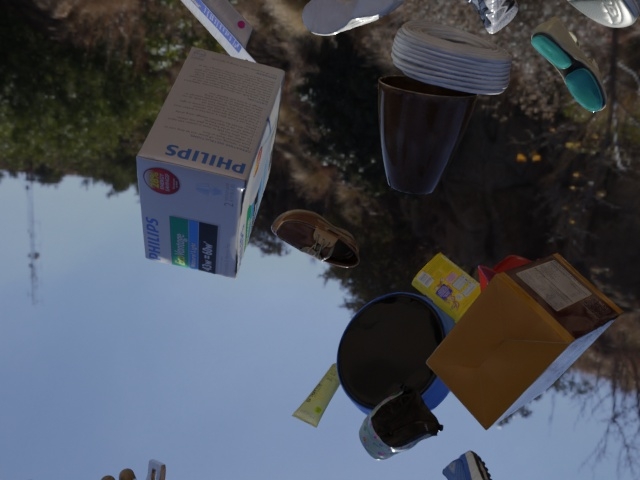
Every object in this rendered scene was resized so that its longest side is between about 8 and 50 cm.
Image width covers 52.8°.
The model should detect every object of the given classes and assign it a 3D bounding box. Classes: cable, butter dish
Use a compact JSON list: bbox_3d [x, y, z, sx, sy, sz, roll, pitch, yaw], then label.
[{"bbox_3d":[0.277,-0.384,1.353,0.257,0.089,0.257,23,-150,18],"label":"cable"},{"bbox_3d":[0.397,0.085,1.237,0.160,0.118,0.160,34,165,31],"label":"butter dish"}]

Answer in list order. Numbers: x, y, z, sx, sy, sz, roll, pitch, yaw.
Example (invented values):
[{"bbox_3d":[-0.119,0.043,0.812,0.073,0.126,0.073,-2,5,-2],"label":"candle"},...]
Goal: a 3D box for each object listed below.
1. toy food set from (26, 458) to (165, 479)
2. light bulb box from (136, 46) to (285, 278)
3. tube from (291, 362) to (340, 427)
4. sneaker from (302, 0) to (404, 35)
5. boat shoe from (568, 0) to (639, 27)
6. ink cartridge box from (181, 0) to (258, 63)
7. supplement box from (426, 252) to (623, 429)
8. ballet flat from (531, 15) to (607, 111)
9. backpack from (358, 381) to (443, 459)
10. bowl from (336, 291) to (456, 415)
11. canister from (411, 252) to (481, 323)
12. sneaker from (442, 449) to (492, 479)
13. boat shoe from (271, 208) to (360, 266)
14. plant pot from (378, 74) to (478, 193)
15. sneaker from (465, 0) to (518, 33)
[{"bbox_3d":[-0.450,0.470,1.201,0.306,0.092,0.220,-11,170,-24],"label":"toy food set"},{"bbox_3d":[-0.242,-0.170,1.466,0.225,0.358,0.361,13,-128,-1],"label":"light bulb box"},{"bbox_3d":[0.008,0.509,2.131,0.070,0.062,0.240,-21,-159,47],"label":"tube"},{"bbox_3d":[0.068,-0.460,1.300,0.212,0.080,0.094,0,-167,31],"label":"sneaker"},{"bbox_3d":[0.366,-0.442,0.907,0.320,0.103,0.118,45,179,-17],"label":"boat shoe"},{"bbox_3d":[-0.284,-0.610,1.737,0.069,0.371,0.176,-43,-168,-8],"label":"ink cartridge box"},{"bbox_3d":[0.296,0.142,0.941,0.194,0.191,0.129,-11,-130,-45],"label":"supplement box"},{"bbox_3d":[0.580,-0.405,1.465,0.248,0.086,0.086,44,180,-17],"label":"ballet flat"},{"bbox_3d":[0.184,0.449,1.555,0.182,0.115,0.152,-18,-123,-39],"label":"backpack"},{"bbox_3d":[0.217,0.330,1.880,0.391,0.391,0.077,14,163,42],"label":"bowl"},{"bbox_3d":[0.338,0.124,1.671,0.170,0.073,0.126,40,-118,18],"label":"canister"},{"bbox_3d":[0.430,0.763,1.785,0.130,0.147,0.330,40,-155,-43],"label":"sneaker"},{"bbox_3d":[0.000,0.000,1.942,0.324,0.123,0.116,17,-154,-37],"label":"boat shoe"},{"bbox_3d":[0.219,-0.228,1.424,0.215,0.230,0.215,5,-156,-2],"label":"plant pot"},{"bbox_3d":[0.367,-0.577,1.421,0.101,0.153,0.268,-38,165,0],"label":"sneaker"}]
